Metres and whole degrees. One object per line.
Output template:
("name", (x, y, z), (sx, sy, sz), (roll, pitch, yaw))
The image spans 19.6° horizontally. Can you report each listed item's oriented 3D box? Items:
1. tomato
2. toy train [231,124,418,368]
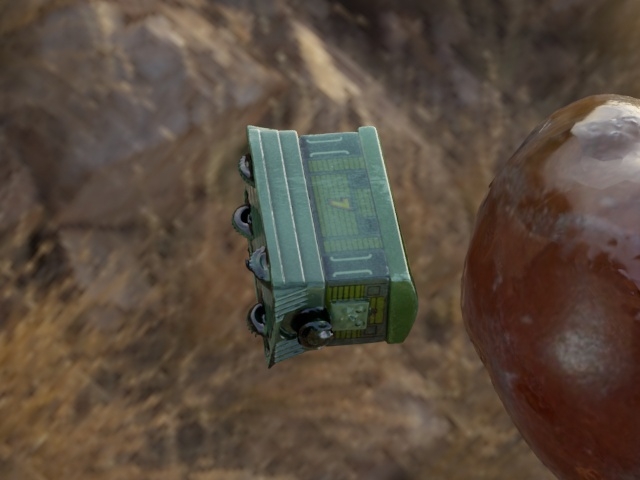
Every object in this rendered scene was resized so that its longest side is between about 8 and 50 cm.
("tomato", (0.146, 0.011, 0.840), (0.155, 0.181, 0.214), (42, 14, 1))
("toy train", (0.000, 0.000, 0.629), (0.056, 0.038, 0.093), (-3, 45, -7))
